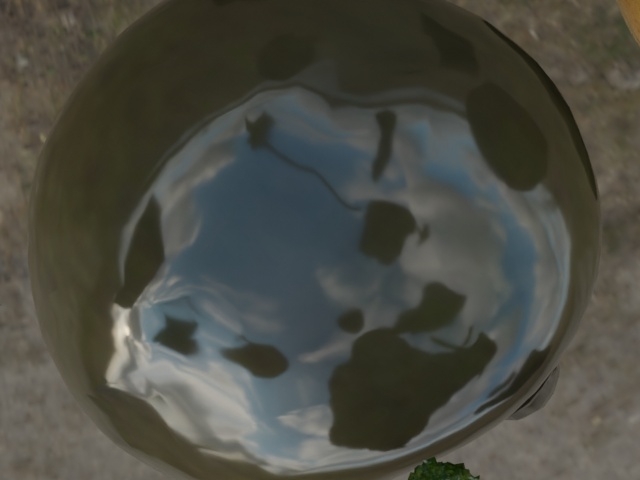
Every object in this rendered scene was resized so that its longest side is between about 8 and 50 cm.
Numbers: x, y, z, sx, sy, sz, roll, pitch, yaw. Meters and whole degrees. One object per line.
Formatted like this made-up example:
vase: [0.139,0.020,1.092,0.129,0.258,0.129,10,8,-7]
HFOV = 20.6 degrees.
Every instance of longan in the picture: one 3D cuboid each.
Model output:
longan: [0.000,0.000,1.042,0.361,0.361,0.361,-9,127,-12]

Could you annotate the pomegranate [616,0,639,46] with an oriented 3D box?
pomegranate: [0.461,-0.275,1.605,0.416,0.416,0.416,-9,127,-12]

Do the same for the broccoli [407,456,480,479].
broccoli: [0.131,0.257,0.841,0.283,0.304,0.321,-27,97,-7]
